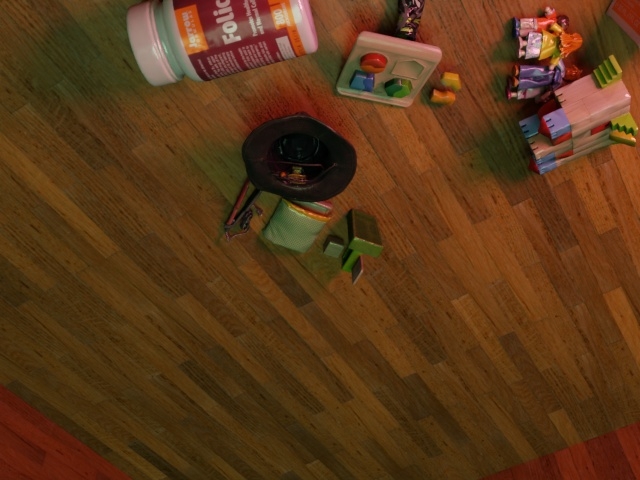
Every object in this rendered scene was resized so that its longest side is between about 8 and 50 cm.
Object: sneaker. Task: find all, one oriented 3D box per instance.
[{"bbox_3d":[0.213,-0.524,1.695,0.067,0.078,0.188,4,127,-6],"label":"sneaker"}]

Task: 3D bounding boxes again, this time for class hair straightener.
[{"bbox_3d":[-0.213,-0.076,2.042,0.089,0.047,0.230,19,125,-17],"label":"hair straightener"}]

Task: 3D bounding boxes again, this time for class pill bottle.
[{"bbox_3d":[-0.220,-0.490,1.607,0.393,0.224,0.224,-13,127,7],"label":"pill bottle"}]

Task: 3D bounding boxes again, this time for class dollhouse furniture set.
[{"bbox_3d":[0.000,0.000,2.047,0.302,0.151,0.197,19,125,-17],"label":"dollhouse furniture set"}]

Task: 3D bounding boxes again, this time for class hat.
[{"bbox_3d":[-0.050,-0.247,1.864,0.332,0.133,0.331,4,146,3],"label":"hat"}]

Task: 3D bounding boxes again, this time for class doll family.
[{"bbox_3d":[0.564,-0.439,1.755,0.163,0.118,0.262,-4,128,0],"label":"doll family"}]

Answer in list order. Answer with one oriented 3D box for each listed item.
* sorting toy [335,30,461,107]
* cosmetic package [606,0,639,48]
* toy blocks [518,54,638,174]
[{"bbox_3d":[0.210,-0.405,1.758,0.308,0.041,0.229,9,155,-10],"label":"sorting toy"},{"bbox_3d":[0.847,-0.643,1.541,0.162,0.230,0.453,14,125,-13],"label":"cosmetic package"},{"bbox_3d":[0.633,-0.291,1.792,0.261,0.190,0.381,-24,161,15],"label":"toy blocks"}]
